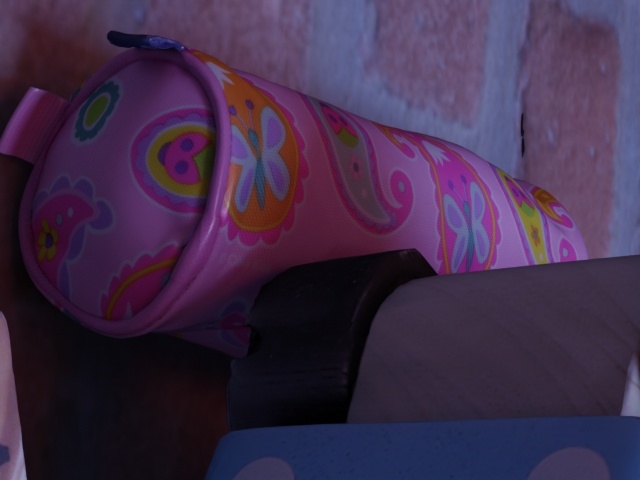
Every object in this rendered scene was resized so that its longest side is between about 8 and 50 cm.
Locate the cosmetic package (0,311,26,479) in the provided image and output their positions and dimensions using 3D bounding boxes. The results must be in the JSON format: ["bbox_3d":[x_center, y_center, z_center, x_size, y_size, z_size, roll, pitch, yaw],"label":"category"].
[{"bbox_3d":[-0.229,0.096,0.458,0.296,0.153,0.129,-7,91,-53],"label":"cosmetic package"}]

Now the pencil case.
[{"bbox_3d":[0.000,0.000,0.784,0.284,0.124,0.124,16,74,-49],"label":"pencil case"}]

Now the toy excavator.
[{"bbox_3d":[0.040,0.186,0.535,0.433,0.222,0.445,47,48,-42],"label":"toy excavator"}]
